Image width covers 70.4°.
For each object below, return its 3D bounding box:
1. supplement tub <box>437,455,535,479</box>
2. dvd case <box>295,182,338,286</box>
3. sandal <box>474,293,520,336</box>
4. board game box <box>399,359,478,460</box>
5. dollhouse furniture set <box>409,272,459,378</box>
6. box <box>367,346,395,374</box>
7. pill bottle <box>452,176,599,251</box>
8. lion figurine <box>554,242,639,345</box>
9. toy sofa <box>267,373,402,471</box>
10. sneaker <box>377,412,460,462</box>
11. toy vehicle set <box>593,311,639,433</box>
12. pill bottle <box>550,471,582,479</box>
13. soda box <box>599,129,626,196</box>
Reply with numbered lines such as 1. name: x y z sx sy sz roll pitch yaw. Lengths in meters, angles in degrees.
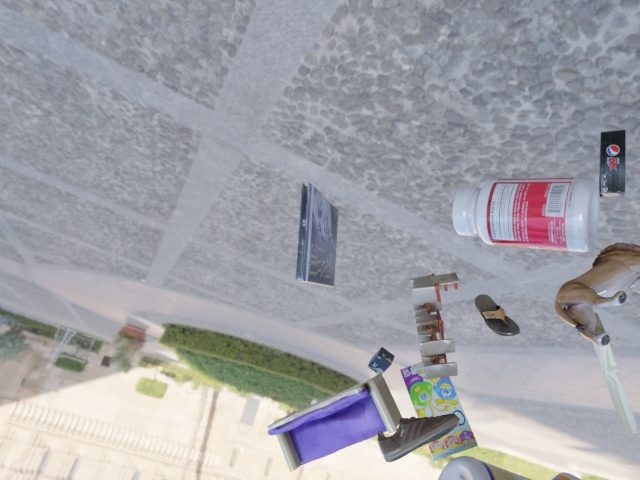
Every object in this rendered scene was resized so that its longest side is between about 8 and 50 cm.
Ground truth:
1. supplement tub: 0.497 0.744 1.208 0.331 0.241 0.241 23 160 -8
2. dvd case: 0.000 0.000 0.847 0.018 0.165 0.221 2 172 16
3. sandal: 0.609 0.251 1.581 0.090 0.219 0.060 -16 124 -1
4. board game box: 0.369 0.528 1.443 0.142 0.275 0.144 -21 156 4
5. dollhouse furniture set: 0.350 0.235 1.338 0.135 0.259 0.262 -9 -165 9
6. box: 0.226 0.449 1.688 0.062 0.052 0.083 36 127 4
7. pill bottle: 0.656 -0.089 1.477 0.407 0.229 0.229 6 157 40
8. lion figurine: 0.727 0.116 1.167 0.392 0.142 0.240 -19 -164 -13
9. toy sofa: 0.036 0.529 1.301 0.362 0.150 0.177 -30 165 20
10. sneaker: 0.209 0.412 0.994 0.188 0.071 0.066 -30 144 5
11. toy vehicle set: 0.761 0.341 1.195 0.035 0.267 0.166 -19 -176 26
12. pill bottle: 0.502 0.661 1.001 0.152 0.272 0.152 52 164 21
13. soda box: 0.771 -0.202 1.198 0.060 0.169 0.053 1 174 32
